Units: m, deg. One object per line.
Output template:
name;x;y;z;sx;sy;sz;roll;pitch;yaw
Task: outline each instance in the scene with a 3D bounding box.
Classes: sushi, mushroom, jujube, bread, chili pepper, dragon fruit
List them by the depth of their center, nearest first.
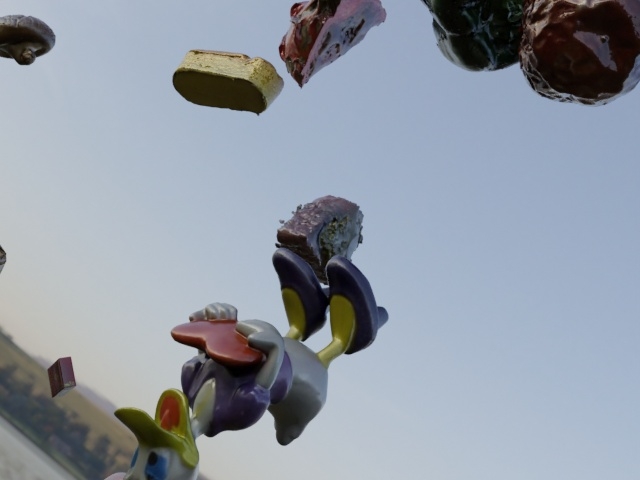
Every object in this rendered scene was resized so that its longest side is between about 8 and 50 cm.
jujube;0.384;-0.303;1.505;0.213;0.213;0.232;42;9;-5
chili pepper;0.276;-0.424;1.695;0.233;0.248;0.256;51;3;-33
mushroom;-0.526;-0.352;1.793;0.109;0.126;0.085;35;-58;57
sushi;0.007;-0.016;1.911;0.107;0.161;0.241;11;-21;25
bread;-0.186;-0.323;2.065;0.245;0.094;0.102;12;-36;34
dragon fruit;0.012;-0.473;2.113;0.134;0.262;0.211;42;-26;16

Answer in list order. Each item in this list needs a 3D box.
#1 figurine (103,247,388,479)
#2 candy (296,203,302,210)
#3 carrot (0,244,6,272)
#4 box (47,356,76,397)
figurine;-0.097;0.173;1.152;0.154;0.421;0.193;14;-56;42
candy;-0.043;-0.042;2.238;0.020;0.083;0.030;10;-39;-24
carrot;-0.454;0.080;1.193;0.069;0.229;0.069;47;14;-16
box;-0.432;0.228;1.718;0.082;0.023;0.051;-36;-115;55
